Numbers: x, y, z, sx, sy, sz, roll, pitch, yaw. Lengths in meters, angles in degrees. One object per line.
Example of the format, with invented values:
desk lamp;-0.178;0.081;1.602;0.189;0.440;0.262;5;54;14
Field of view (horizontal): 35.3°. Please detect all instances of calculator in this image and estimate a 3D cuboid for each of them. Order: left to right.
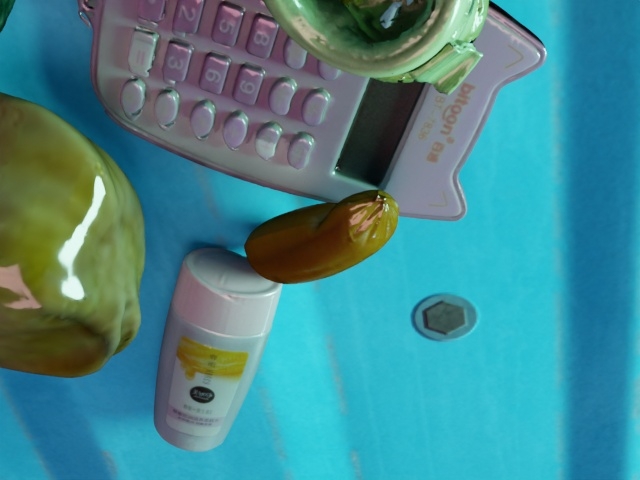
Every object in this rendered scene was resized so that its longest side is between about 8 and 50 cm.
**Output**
calculator;-0.016;-0.118;0.669;0.294;0.043;0.194;17;130;-6

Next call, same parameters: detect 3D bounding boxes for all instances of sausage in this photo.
sausage;0.000;0.000;0.719;0.062;0.054;0.183;-14;179;-35

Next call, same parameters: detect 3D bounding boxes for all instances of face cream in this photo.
face cream;-0.091;0.095;0.838;0.084;0.057;0.198;15;130;-4

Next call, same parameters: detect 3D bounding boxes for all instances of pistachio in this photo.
pistachio;-0.248;-0.004;0.708;0.260;0.163;0.213;-2;110;22

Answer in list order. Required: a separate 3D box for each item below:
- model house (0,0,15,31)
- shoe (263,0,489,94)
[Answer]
model house;-0.249;-0.297;0.441;0.295;0.252;0.329;31;105;7
shoe;0.003;-0.196;0.535;0.140;0.128;0.262;-38;108;5
